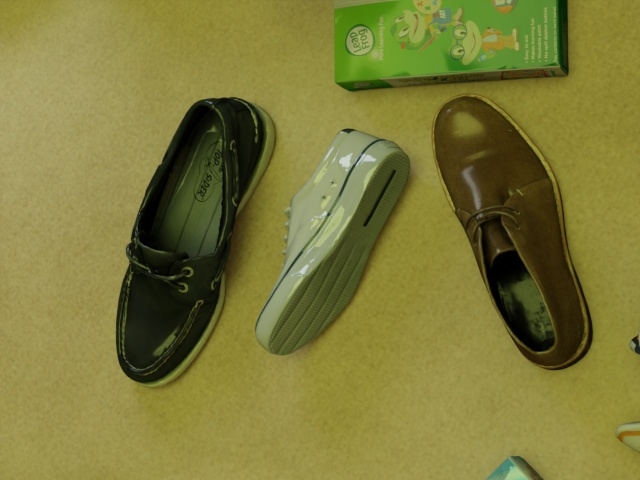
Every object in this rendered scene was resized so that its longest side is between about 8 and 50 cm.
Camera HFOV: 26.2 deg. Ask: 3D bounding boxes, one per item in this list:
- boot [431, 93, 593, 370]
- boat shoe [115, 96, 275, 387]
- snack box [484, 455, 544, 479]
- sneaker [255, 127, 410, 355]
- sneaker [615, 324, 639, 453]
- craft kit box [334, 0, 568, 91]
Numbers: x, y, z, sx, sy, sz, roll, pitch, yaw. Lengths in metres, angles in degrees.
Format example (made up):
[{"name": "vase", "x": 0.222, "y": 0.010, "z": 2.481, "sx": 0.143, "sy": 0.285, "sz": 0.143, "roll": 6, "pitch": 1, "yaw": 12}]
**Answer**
[{"name": "boot", "x": 0.187, "y": -0.020, "z": 1.384, "sx": 0.112, "sy": 0.115, "sz": 0.305, "roll": -26, "pitch": 73, "yaw": 17}, {"name": "boat shoe", "x": -0.155, "y": -0.002, "z": 1.509, "sx": 0.127, "sy": 0.113, "sz": 0.340, "roll": 27, "pitch": 93, "yaw": 21}, {"name": "snack box", "x": 0.146, "y": 0.392, "z": 1.369, "sx": 0.322, "sy": 0.060, "sz": 0.187, "roll": -47, "pitch": 70, "yaw": 9}, {"name": "sneaker", "x": 0.000, "y": 0.000, "z": 1.475, "sx": 0.091, "sy": 0.094, "sz": 0.258, "roll": 32, "pitch": 90, "yaw": 40}, {"name": "sneaker", "x": 0.368, "y": 0.065, "z": 1.296, "sx": 0.127, "sy": 0.126, "sz": 0.321, "roll": 16, "pitch": 90, "yaw": 16}, {"name": "craft kit box", "x": 0.136, "y": -0.292, "z": 1.465, "sx": 0.246, "sy": 0.061, "sz": 0.250, "roll": -3, "pitch": 85, "yaw": 22}]
